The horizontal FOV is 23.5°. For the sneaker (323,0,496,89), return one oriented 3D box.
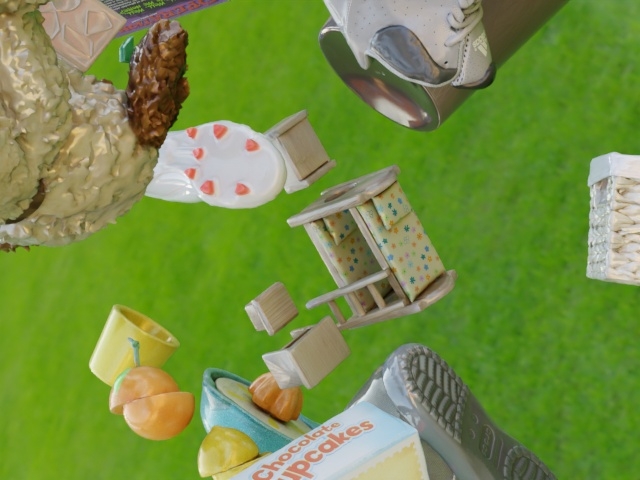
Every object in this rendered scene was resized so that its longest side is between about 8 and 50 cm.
[{"bbox_3d":[0.107,-0.168,0.982,0.228,0.132,0.086,-15,17,33],"label":"sneaker"}]

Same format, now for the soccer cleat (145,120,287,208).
[{"bbox_3d":[-0.093,-0.059,1.235,0.196,0.076,0.068,7,81,40],"label":"soccer cleat"}]

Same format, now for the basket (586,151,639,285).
[{"bbox_3d":[0.301,-0.009,1.246,0.113,0.167,0.103,20,-101,-89],"label":"basket"}]

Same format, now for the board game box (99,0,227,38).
[{"bbox_3d":[-0.278,-0.225,1.441,0.208,0.346,0.056,46,-151,-68],"label":"board game box"}]

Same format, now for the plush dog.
[{"bbox_3d":[-0.200,-0.064,0.958,0.262,0.225,0.211,-28,61,35],"label":"plush dog"}]

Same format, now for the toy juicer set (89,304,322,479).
[{"bbox_3d":[-0.043,0.168,1.341,0.089,0.329,0.209,-57,16,5],"label":"toy juicer set"}]

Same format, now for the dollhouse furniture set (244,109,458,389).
[{"bbox_3d":[0.000,0.000,1.243,0.101,0.182,0.161,-18,16,47],"label":"dollhouse furniture set"}]

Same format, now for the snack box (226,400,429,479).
[{"bbox_3d":[0.003,0.279,0.921,0.060,0.187,0.322,21,131,52],"label":"snack box"}]

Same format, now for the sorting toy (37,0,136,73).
[{"bbox_3d":[-0.160,-0.140,1.057,0.062,0.083,0.012,-58,3,-35],"label":"sorting toy"}]

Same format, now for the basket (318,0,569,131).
[{"bbox_3d":[0.115,-0.217,1.297,0.154,0.204,0.227,24,69,43],"label":"basket"}]

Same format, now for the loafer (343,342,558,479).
[{"bbox_3d":[0.110,0.187,1.166,0.087,0.251,0.094,-30,15,31],"label":"loafer"}]
